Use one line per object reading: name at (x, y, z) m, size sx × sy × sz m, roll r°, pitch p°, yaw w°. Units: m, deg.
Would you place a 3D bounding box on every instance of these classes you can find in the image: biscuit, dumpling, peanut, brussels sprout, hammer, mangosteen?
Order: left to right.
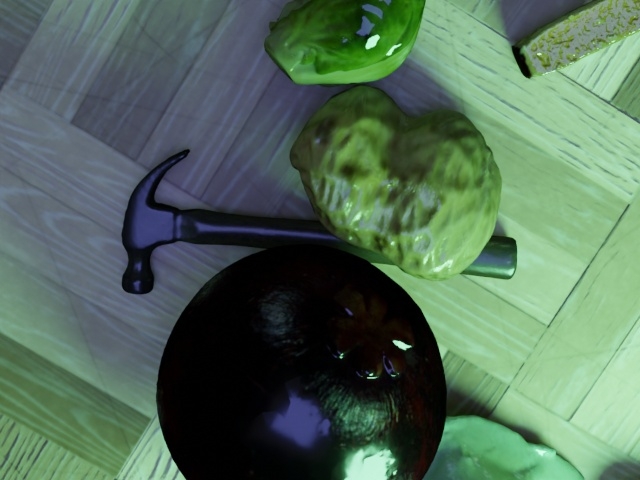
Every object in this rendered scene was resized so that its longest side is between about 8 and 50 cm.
mangosteen at (-0.030, 0.168, 1.346) m, size 0.306 × 0.307 × 0.347 m, roll 34°, pitch 140°, yaw -7°
hammer at (0.000, 0.000, 1.445) m, size 0.439 × 0.044 × 0.168 m, roll 7°, pitch 102°, yaw -3°
brussels sprout at (0.033, -0.237, 1.354) m, size 0.145 × 0.131 × 0.183 m, roll 28°, pitch 94°, yaw -1°
peanut at (0.082, -0.067, 1.378) m, size 0.233 × 0.110 × 0.197 m, roll 21°, pitch 64°, yaw -2°
dumpling at (0.183, 0.361, 1.449) m, size 0.211 × 0.270 × 0.321 m, roll -7°, pitch 127°, yaw 22°
biscuit at (0.300, -0.234, 1.399) m, size 0.188 × 0.056 × 0.052 m, roll -25°, pitch 98°, yaw 5°
